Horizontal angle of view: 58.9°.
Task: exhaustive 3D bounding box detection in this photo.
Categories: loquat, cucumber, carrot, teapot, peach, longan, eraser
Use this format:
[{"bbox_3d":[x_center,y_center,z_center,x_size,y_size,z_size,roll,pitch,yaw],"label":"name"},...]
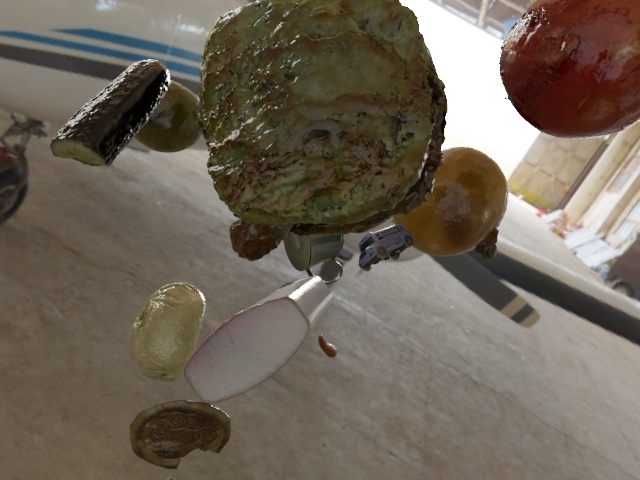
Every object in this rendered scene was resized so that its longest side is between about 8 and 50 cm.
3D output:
[{"bbox_3d":[0.375,-0.091,1.580,0.359,0.328,0.328,48,14,-7],"label":"loquat"},{"bbox_3d":[-0.270,-0.181,0.777,0.074,0.074,0.241,28,47,-7],"label":"cucumber"},{"bbox_3d":[0.019,0.304,1.614,0.035,0.035,0.142,42,-9,36],"label":"carrot"},{"bbox_3d":[0.000,0.000,1.512,0.149,0.239,0.162,-10,-2,-29],"label":"teapot"},{"bbox_3d":[0.556,-0.388,1.176,0.370,0.370,0.370,28,16,-9],"label":"peach"},{"bbox_3d":[-0.306,-0.251,1.139,0.154,0.145,0.176,46,25,-2],"label":"longan"},{"bbox_3d":[-0.075,0.131,0.827,0.094,0.174,0.270,53,7,4],"label":"eraser"}]

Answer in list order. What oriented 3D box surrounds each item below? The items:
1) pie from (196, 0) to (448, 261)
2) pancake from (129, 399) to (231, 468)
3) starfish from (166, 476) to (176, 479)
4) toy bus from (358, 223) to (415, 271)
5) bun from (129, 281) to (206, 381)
[{"bbox_3d":[-0.011,-0.208,0.862,0.180,0.395,0.417,39,39,-71],"label":"pie"},{"bbox_3d":[-0.321,0.441,1.296,0.029,0.235,0.212,-107,171,-58],"label":"pancake"},{"bbox_3d":[-0.198,0.508,1.057,0.208,0.053,0.176,26,-11,32],"label":"starfish"},{"bbox_3d":[0.151,0.014,1.383,0.167,0.073,0.076,-17,67,-44],"label":"toy bus"},{"bbox_3d":[-0.372,0.219,1.359,0.153,0.243,0.244,20,18,-11],"label":"bun"}]
